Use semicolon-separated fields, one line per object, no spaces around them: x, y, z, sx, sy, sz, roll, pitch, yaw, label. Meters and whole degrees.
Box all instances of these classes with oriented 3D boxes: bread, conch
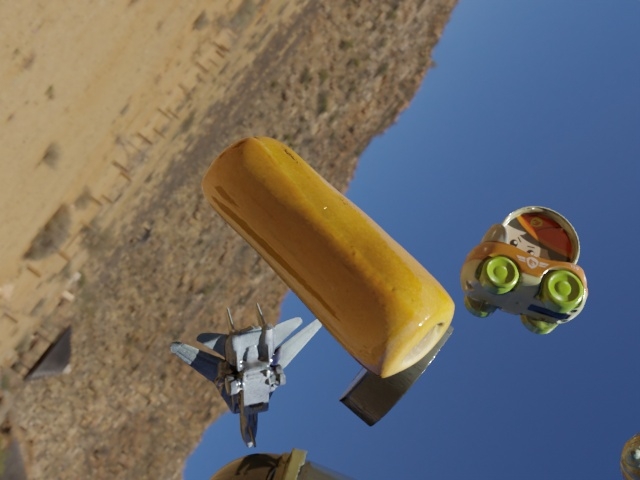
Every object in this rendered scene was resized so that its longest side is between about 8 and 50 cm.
0.000;0.000;0.659;0.093;0.239;0.074;-33;154;-29;bread
0.463;0.296;1.093;0.116;0.173;0.105;-71;179;-53;conch

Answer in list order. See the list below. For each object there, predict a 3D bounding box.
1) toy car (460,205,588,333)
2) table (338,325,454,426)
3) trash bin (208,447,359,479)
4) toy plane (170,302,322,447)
0.378;0.037;1.523;0.235;0.235;0.145;-57;170;-25;toy car
0.077;0.125;0.845;0.133;0.043;0.133;-49;175;-6;table
-0.005;0.381;1.030;0.214;0.334;0.214;18;90;-84;trash bin
-0.101;0.219;1.180;0.088;0.212;0.267;-119;-154;-54;toy plane
